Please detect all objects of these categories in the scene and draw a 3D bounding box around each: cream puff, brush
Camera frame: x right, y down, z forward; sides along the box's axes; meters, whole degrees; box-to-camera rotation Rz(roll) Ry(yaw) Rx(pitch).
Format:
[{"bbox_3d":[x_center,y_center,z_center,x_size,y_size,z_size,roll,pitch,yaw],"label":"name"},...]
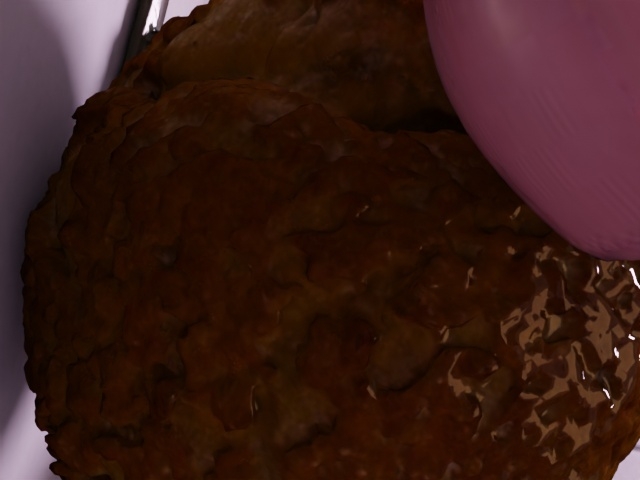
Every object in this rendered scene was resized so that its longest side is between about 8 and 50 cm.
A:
[{"bbox_3d":[0.000,0.000,0.651,0.212,0.303,0.303,52,43,-39],"label":"cream puff"},{"bbox_3d":[-0.074,-0.119,0.777,0.034,0.028,0.190,71,30,-72],"label":"brush"}]

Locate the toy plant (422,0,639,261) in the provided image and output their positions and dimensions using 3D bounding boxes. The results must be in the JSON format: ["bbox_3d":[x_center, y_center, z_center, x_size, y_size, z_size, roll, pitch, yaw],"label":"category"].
[{"bbox_3d":[0.056,-0.173,0.495,0.210,0.356,0.317,-42,-169,-19],"label":"toy plant"}]
